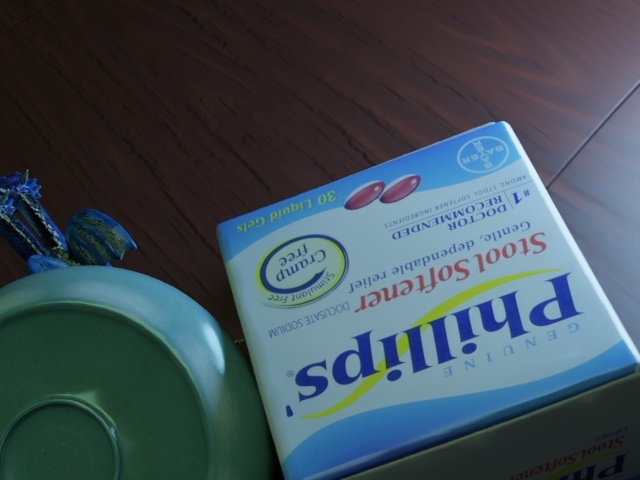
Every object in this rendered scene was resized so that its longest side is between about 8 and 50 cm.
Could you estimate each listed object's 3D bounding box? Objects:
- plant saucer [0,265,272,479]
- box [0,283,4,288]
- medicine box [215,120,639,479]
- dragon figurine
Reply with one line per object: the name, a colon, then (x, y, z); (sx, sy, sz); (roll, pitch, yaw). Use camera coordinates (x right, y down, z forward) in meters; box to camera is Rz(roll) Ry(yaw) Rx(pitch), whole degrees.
plant saucer: (-0.195, 0.173, 1.004); (0.318, 0.044, 0.317); (-2, 80, 12)
box: (-0.334, 0.162, 1.147); (0.183, 0.056, 0.231); (-22, 44, -3)
medicine box: (0.083, 0.082, 1.036); (0.264, 0.149, 0.289); (-20, 44, 0)
dragon figurine: (-0.209, 0.032, 1.185); (0.289, 0.144, 0.085); (26, 60, 36)
